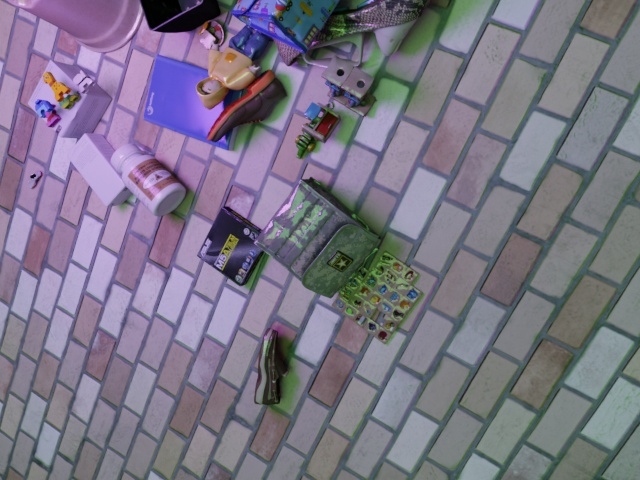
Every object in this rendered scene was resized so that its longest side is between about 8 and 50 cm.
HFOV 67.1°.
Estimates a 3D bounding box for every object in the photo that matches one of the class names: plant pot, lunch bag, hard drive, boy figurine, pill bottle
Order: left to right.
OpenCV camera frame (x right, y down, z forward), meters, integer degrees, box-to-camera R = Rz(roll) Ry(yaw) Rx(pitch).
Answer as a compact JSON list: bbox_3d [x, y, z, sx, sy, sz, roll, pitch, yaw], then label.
[{"bbox_3d":[-0.758,-0.764,1.433,0.334,0.305,0.333,3,99,18],"label":"plant pot"},{"bbox_3d":[-0.553,-0.198,1.539,0.229,0.131,0.131,44,109,8],"label":"pill bottle"},{"bbox_3d":[-0.400,-0.711,1.393,0.188,0.167,0.188,-18,93,20],"label":"plant pot"},{"bbox_3d":[-0.391,-0.429,1.498,0.319,0.040,0.210,22,104,14],"label":"hard drive"},{"bbox_3d":[-0.261,-0.509,1.385,0.177,0.092,0.285,40,91,14],"label":"boy figurine"},{"bbox_3d":[-0.095,-0.635,1.226,0.293,0.138,0.220,39,97,43],"label":"lunch bag"},{"bbox_3d":[0.000,0.000,1.366,0.287,0.169,0.235,39,105,2],"label":"lunch bag"}]

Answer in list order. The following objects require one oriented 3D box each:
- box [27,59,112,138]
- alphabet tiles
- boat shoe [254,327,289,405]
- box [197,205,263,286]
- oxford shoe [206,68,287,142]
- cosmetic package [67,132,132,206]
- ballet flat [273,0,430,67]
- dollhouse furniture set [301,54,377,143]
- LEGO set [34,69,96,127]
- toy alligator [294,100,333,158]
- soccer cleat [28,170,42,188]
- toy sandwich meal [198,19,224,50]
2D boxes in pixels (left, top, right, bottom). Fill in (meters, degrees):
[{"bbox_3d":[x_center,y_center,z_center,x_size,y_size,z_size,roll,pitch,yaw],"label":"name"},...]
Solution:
[{"bbox_3d":[-0.831,-0.462,1.601,0.182,0.119,0.181,43,108,8],"label":"box"},{"bbox_3d":[0.172,0.156,1.411,0.198,0.009,0.237,36,107,11],"label":"alphabet tiles"},{"bbox_3d":[-0.144,0.400,1.519,0.095,0.095,0.257,9,107,3],"label":"boat shoe"},{"bbox_3d":[-0.274,0.019,1.523,0.184,0.045,0.190,34,106,9],"label":"box"},{"bbox_3d":[-0.215,-0.367,1.399,0.271,0.097,0.098,-41,118,8],"label":"oxford shoe"},{"bbox_3d":[-0.727,-0.237,1.619,0.117,0.085,0.231,-40,86,20],"label":"cosmetic package"},{"bbox_3d":[0.100,-0.558,1.271,0.483,0.164,0.181,-5,118,25],"label":"ballet flat"},{"bbox_3d":[0.047,-0.359,1.288,0.129,0.129,0.183,34,88,11],"label":"dollhouse furniture set"},{"bbox_3d":[-0.816,-0.459,1.487,0.227,0.087,0.093,-34,88,18],"label":"LEGO set"},{"bbox_3d":[-0.025,-0.318,1.384,0.056,0.051,0.189,36,107,10],"label":"toy alligator"},{"bbox_3d":[-1.045,-0.222,1.753,0.083,0.036,0.029,-44,83,19],"label":"soccer cleat"},{"bbox_3d":[-0.330,-0.617,1.447,0.086,0.029,0.085,8,117,16],"label":"toy sandwich meal"}]
